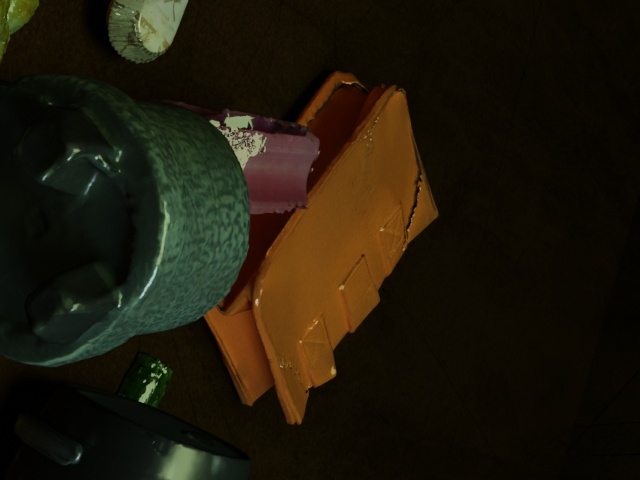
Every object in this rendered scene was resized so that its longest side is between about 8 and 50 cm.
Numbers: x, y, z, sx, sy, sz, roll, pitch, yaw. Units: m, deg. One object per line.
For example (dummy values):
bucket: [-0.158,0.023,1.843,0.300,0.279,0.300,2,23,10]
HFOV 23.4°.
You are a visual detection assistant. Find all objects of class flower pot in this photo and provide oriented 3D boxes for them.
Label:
flower pot: [-0.247,-0.032,1.492,0.283,0.299,0.299,-8,109,-63]

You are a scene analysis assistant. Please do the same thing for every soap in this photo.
soap: [-0.115,-0.095,1.745,0.289,0.182,0.112,1,101,-63]

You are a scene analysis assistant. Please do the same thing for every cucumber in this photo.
cucumber: [-0.212,0.193,1.846,0.107,0.035,0.067,-64,149,-16]

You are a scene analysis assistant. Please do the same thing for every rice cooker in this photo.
rice cooker: [-0.221,0.289,1.671,0.267,0.267,0.225,24,89,-59]

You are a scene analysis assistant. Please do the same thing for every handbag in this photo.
handbag: [0.000,0.000,2.042,0.410,0.116,0.303,-55,146,-30]

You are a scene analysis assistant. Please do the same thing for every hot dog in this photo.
hot dog: [-0.178,-0.284,1.682,0.108,0.059,0.191,48,59,-57]

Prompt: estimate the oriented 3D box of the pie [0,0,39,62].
pie: [-0.357,-0.246,1.366,0.274,0.105,0.257,-59,136,-26]
